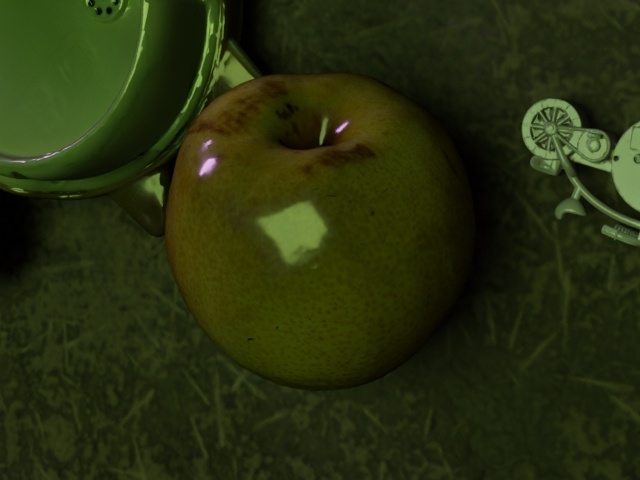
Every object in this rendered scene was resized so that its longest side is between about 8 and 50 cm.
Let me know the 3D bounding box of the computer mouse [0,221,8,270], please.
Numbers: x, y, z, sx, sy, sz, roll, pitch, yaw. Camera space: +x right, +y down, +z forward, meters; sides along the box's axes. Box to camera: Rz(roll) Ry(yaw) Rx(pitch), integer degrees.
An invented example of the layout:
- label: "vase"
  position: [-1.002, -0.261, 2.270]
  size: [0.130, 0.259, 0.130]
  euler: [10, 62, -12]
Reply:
- label: "computer mouse"
  position: [-0.320, -0.044, 1.344]
  size: [0.217, 0.073, 0.122]
  euler: [31, 145, 31]

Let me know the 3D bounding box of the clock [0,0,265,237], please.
- label: "clock"
  position: [-0.192, -0.173, 1.252]
  size: [0.348, 0.117, 0.286]
  euler: [48, 114, 17]

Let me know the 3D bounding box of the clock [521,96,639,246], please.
- label: "clock"
  position: [0.187, -0.046, 1.102]
  size: [0.129, 0.041, 0.087]
  euler: [20, 100, 21]

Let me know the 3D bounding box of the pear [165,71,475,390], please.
- label: "pear"
  position: [0.000, 0.000, 1.121]
  size: [0.209, 0.209, 0.208]
  euler: [3, 95, 28]
